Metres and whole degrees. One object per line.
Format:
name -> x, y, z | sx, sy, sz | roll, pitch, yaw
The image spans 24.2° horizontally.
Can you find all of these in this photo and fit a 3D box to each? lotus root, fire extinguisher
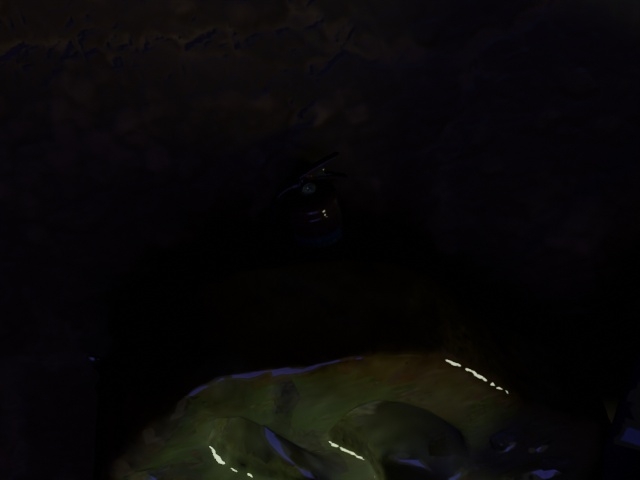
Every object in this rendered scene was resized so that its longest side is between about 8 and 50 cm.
lotus root -> 0.018, 0.163, 1.053 | 0.375, 0.111, 0.390 | -15, 138, 0
fire extinguisher -> 0.000, 0.000, 0.982 | 0.056, 0.039, 0.132 | -17, 130, 0

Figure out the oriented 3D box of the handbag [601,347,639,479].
handbag -> 0.355, 0.124, 1.010 | 0.329, 0.122, 0.303 | -4, 125, -24
